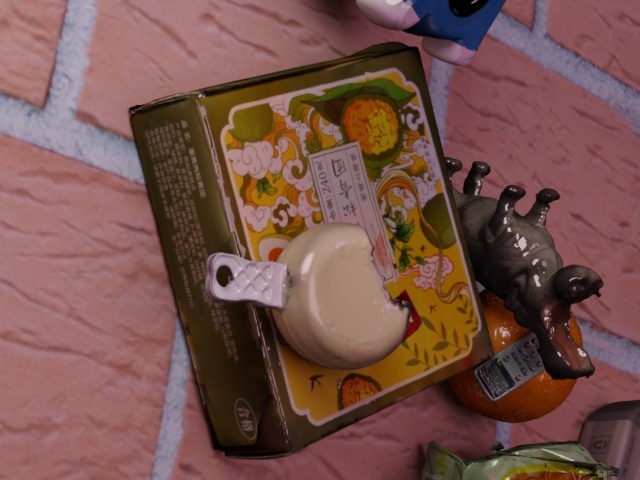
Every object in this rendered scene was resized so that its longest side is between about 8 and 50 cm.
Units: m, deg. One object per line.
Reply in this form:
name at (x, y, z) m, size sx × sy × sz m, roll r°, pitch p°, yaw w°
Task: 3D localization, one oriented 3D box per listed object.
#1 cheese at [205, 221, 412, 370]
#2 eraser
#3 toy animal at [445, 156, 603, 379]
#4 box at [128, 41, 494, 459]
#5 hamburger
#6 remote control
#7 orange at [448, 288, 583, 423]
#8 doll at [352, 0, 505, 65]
cheese at (-0.014, 0.071, 1.517) m, size 0.248 × 0.070 × 0.163 m, roll -16°, pitch 95°, yaw -42°
eraser at (0.394, 0.373, 2.046) m, size 0.061 × 0.089 × 0.352 m, roll 39°, pitch 58°, yaw -31°
toy animal at (0.241, 0.018, 1.784) m, size 0.106 × 0.343 × 0.168 m, roll 5°, pitch 119°, yaw -35°
box at (0.000, 0.000, 1.684) m, size 0.373 × 0.138 × 0.420 m, roll -18°, pitch 96°, yaw -44°
hamburger at (0.246, 0.314, 1.843) m, size 0.276 × 0.260 × 0.151 m, roll 62°, pitch 11°, yaw -63°
remote control at (0.252, 0.151, 1.799) m, size 0.124 × 0.018 × 0.053 m, roll -31°, pitch 91°, yaw -3°
orange at (0.259, 0.148, 1.897) m, size 0.193 × 0.161 × 0.193 m, roll -5°, pitch 98°, yaw -42°
doll at (0.087, -0.376, 1.727) m, size 0.240 × 0.310 × 0.284 m, roll -47°, pitch 143°, yaw 0°
